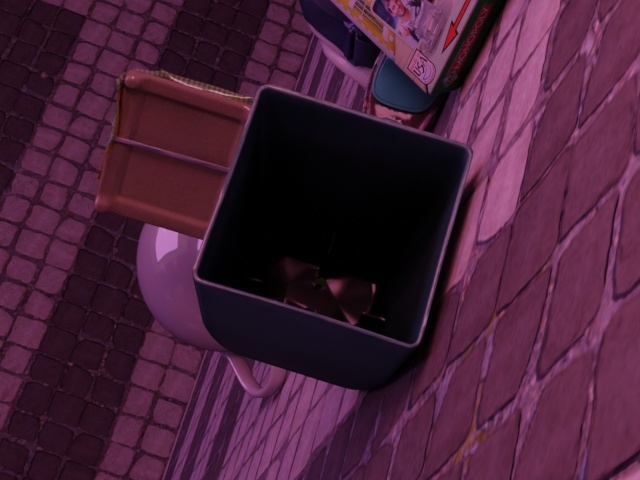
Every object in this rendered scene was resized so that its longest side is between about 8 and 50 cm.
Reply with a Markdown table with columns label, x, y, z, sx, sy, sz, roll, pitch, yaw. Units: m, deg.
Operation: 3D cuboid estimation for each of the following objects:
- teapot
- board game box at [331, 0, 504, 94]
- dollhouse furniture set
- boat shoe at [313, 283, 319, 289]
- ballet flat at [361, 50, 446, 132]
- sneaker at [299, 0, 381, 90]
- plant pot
| label | x | y | z | sx | sy | sz | roll | pitch | yaw |
| --- | --- | --- | --- | --- | --- | --- | --- | --- | --- |
| teapot | -0.104 | 0.031 | 1.688 | 0.252 | 0.256 | 0.187 | -55 | 22 | -21 |
| board game box | 0.100 | -0.312 | 1.111 | 0.046 | 0.213 | 0.317 | -19 | -34 | -41 |
| dollhouse furniture set | -0.081 | -0.100 | 1.437 | 0.151 | 0.302 | 0.197 | -81 | 11 | -51 |
| boat shoe | 0.001 | 0.000 | 1.641 | 0.049 | 0.042 | 0.133 | 3 | 83 | 46 |
| ballet flat | 0.077 | -0.118 | 1.259 | 0.079 | 0.077 | 0.221 | 13 | -83 | -77 |
| sneaker | 0.099 | -0.246 | 1.328 | 0.130 | 0.236 | 0.323 | -38 | 33 | -27 |
| plant pot | 0.001 | 0.022 | 1.035 | 0.234 | 0.166 | 0.165 | 104 | -177 | -68 |
